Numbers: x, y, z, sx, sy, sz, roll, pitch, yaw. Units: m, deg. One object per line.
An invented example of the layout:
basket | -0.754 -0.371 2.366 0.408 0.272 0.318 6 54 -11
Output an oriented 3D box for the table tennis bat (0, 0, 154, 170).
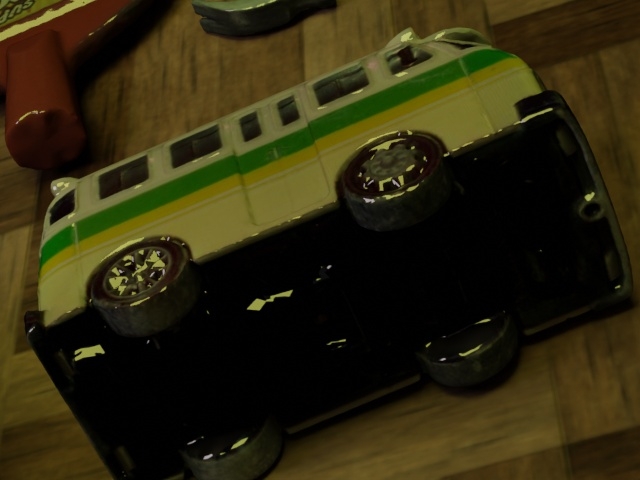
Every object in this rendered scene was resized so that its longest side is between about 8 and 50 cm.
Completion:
table tennis bat | -0.224 -0.176 1.483 0.268 0.051 0.415 -22 34 4

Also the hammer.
hammer | -0.053 -0.231 1.467 0.103 0.029 0.246 -20 35 6

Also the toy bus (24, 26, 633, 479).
toy bus | 0.000 0.000 1.057 0.305 0.143 0.179 -23 34 5
